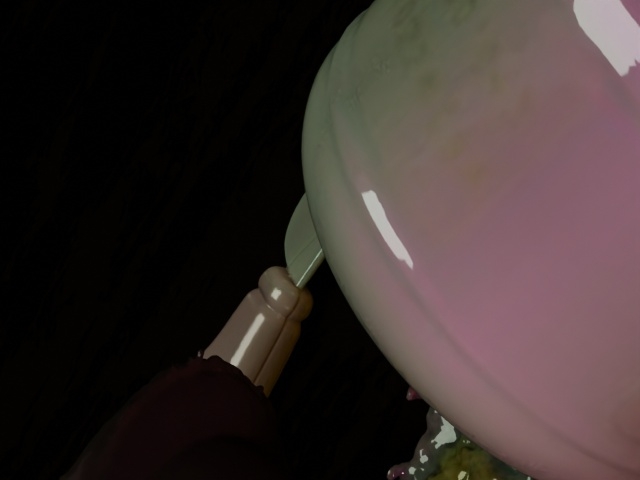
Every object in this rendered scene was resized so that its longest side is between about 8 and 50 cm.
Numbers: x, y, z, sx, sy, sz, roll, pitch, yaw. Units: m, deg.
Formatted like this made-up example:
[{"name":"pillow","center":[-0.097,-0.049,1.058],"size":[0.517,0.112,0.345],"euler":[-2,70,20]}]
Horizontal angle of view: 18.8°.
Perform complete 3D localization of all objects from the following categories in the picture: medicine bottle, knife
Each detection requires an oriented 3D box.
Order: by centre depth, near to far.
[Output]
[{"name":"medicine bottle","center":[0.165,-0.069,0.722],"size":[0.302,0.241,0.241],"euler":[-44,39,34]},{"name":"knife","center":[-0.001,-0.001,1.149],"size":[0.336,0.043,0.081],"euler":[-56,26,8]}]

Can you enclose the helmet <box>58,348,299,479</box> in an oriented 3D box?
[{"name":"helmet","center":[-0.059,0.226,0.928],"size":[0.177,0.225,0.305],"euler":[33,103,30]}]

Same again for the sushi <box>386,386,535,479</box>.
[{"name":"sushi","center":[0.080,0.161,0.840],"size":[0.161,0.107,0.241],"euler":[-46,43,29]}]
